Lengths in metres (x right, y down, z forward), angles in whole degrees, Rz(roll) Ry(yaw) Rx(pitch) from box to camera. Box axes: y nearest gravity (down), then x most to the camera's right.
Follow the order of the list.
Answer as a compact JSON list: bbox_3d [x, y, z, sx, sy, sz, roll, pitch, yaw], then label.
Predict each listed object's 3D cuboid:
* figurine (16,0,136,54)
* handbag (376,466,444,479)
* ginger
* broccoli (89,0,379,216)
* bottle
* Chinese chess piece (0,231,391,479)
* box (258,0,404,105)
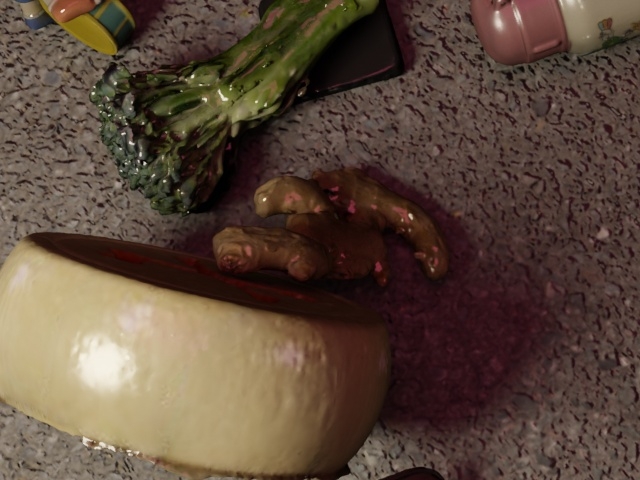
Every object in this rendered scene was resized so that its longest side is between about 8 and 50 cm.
[{"bbox_3d":[-0.200,-0.323,1.568,0.158,0.161,0.275,39,81,-25],"label":"figurine"},{"bbox_3d":[0.057,0.313,1.330,0.203,0.074,0.216,-17,70,-36],"label":"handbag"},{"bbox_3d":[-0.007,-0.010,1.429,0.258,0.065,0.149,-7,42,-41],"label":"ginger"},{"bbox_3d":[-0.072,-0.159,1.493,0.304,0.145,0.165,-38,72,-5],"label":"broccoli"},{"bbox_3d":[0.266,-0.241,1.498,0.253,0.120,0.120,-20,72,2],"label":"bottle"},{"bbox_3d":[-0.110,0.092,1.325,0.338,0.338,0.140,16,94,11],"label":"Chinese chess piece"},{"bbox_3d":[0.009,-0.202,1.564,0.126,0.027,0.125,-15,69,3],"label":"box"}]
